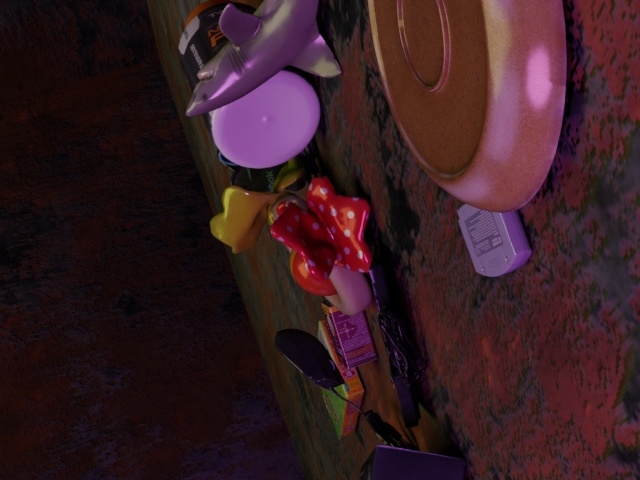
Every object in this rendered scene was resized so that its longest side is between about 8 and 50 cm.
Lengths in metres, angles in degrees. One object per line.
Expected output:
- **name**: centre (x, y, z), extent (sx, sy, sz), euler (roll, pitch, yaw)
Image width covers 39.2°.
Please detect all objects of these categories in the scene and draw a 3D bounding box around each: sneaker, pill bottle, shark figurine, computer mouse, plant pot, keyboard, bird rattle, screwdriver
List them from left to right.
- **pill bottle**: centre (-0.097, -0.203, 1.087), extent (0.245, 0.130, 0.130), euler (-119, 15, -47)
- **sneaker**: centre (-0.105, -0.168, 1.269), extent (0.101, 0.106, 0.267), euler (82, 168, -48)
- **shark figurine**: centre (-0.020, -0.207, 0.856), extent (0.116, 0.166, 0.278), euler (47, 150, 1)
- **screwdriver**: centre (-0.001, -0.071, 1.128), extent (0.025, 0.024, 0.170), euler (-62, -44, -61)
- **bird rattle**: centre (0.000, 0.000, 1.046), extent (0.253, 0.143, 0.207), euler (23, 152, 52)
- **computer mouse**: centre (0.032, 0.183, 1.125), extent (0.242, 0.041, 0.071), euler (39, -179, 26)
- **keyboard**: centre (0.088, 0.104, 0.921), extent (0.100, 0.038, 0.192), euler (-69, -34, -67)
- **plant pot**: centre (0.072, -0.128, 0.534), extent (0.236, 0.032, 0.236), euler (166, 90, -79)

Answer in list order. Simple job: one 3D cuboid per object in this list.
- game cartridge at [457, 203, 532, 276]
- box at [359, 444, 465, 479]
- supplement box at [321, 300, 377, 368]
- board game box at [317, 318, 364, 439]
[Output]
- **game cartridge**: centre (0.115, -0.004, 0.599), extent (0.083, 0.017, 0.056), euler (130, 126, -78)
- **box**: centre (0.082, 0.303, 0.913), extent (0.156, 0.093, 0.158), euler (99, -179, -68)
- **supplement box**: centre (0.036, 0.114, 1.147), extent (0.055, 0.043, 0.083), euler (-171, 63, -78)
- **board game box**: centre (0.026, 0.224, 1.418), extent (0.259, 0.039, 0.124), euler (99, 153, -62)
